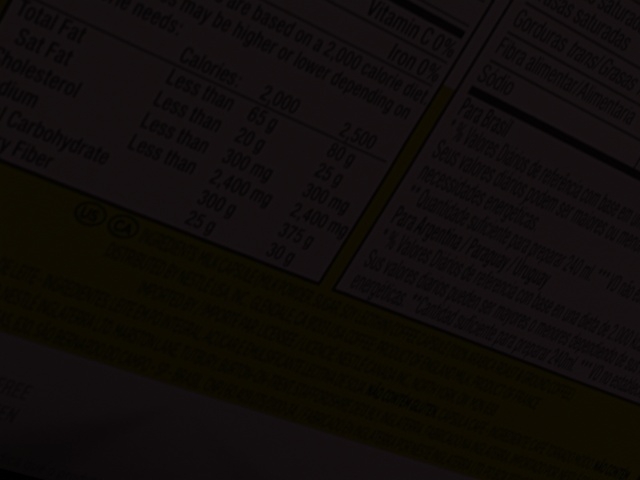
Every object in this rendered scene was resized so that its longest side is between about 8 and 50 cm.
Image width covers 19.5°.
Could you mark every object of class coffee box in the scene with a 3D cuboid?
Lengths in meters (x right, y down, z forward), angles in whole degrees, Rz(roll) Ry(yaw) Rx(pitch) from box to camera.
[{"bbox_3d":[-0.027,-0.123,0.671,0.338,0.334,0.337,22,15,-39],"label":"coffee box"}]

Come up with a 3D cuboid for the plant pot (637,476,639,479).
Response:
[{"bbox_3d":[0.071,0.073,0.949,0.167,0.167,0.165,42,15,35],"label":"plant pot"}]
